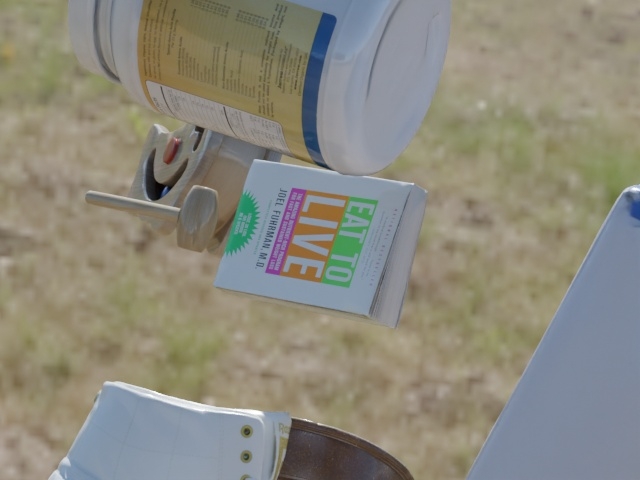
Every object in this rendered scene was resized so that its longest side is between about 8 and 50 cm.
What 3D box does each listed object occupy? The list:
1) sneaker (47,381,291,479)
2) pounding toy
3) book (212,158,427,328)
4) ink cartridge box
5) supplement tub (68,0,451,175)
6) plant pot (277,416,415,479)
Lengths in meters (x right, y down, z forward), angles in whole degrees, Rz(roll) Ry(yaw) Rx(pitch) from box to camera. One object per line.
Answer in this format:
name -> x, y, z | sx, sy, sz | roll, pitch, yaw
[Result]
sneaker -> -0.035, 0.195, 1.247 | 0.292, 0.169, 0.108 | 26, -8, 1
pounding toy -> -0.139, -0.082, 1.957 | 0.155, 0.154, 0.269 | 23, 1, -21
book -> 0.000, 0.000, 1.345 | 0.144, 0.096, 0.035 | 9, -11, 40
ink cartridge box -> 0.192, 0.107, 1.024 | 0.151, 0.270, 0.395 | 30, 12, 13
supplement tub -> -0.036, -0.132, 1.192 | 0.199, 0.144, 0.144 | 19, 23, 22
plant pot -> -0.028, 0.235, 1.426 | 0.167, 0.167, 0.165 | 9, 63, 10
